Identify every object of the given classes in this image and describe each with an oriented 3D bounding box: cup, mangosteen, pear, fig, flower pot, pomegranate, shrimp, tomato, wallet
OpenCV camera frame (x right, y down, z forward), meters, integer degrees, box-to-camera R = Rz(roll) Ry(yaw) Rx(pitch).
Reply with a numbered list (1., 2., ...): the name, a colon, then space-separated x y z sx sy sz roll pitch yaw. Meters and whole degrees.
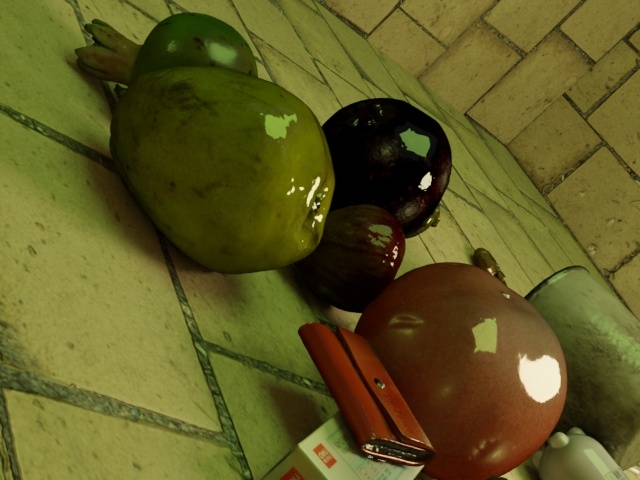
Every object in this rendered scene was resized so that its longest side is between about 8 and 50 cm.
1. cup: 0.473 0.422 1.905 0.173 0.134 0.142 15 34 -55
2. mangosteen: 0.112 -0.131 2.089 0.297 0.313 0.296 5 51 -7
3. pear: -0.150 -0.117 1.484 0.375 0.287 0.287 35 16 11
4. fig: -0.003 0.029 1.741 0.290 0.190 0.190 -4 36 -11
5. flower pot: 0.532 0.259 2.037 0.330 0.293 0.294 44 15 29
6. pomegranate: -0.246 -0.265 1.686 0.302 0.235 0.236 19 23 -6
7. shrimp: 0.449 0.078 2.700 0.132 0.051 0.187 43 16 -9
8. tomato: 0.205 0.186 1.587 0.341 0.273 0.341 41 19 -17
9. wallet: 0.059 0.197 1.362 0.142 0.045 0.204 25 24 -45

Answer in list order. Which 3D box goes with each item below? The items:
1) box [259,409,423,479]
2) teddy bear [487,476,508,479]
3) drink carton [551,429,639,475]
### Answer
1. box: 0.036 0.289 1.307 0.135 0.079 0.269 48 18 8
2. teddy bear: 0.213 0.380 1.297 0.144 0.251 0.171 36 7 -33
3. drink carton: 0.567 0.436 2.172 0.200 0.074 0.084 44 21 -9
